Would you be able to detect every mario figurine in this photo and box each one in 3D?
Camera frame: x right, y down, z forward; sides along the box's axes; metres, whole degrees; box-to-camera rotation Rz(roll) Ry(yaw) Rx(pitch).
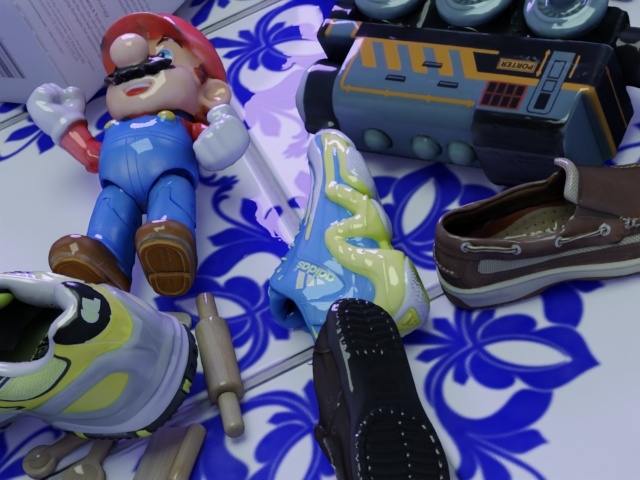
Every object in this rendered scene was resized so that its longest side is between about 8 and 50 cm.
[{"bbox_3d":[-0.173,-0.104,1.359,0.198,0.170,0.321,13,47,-11],"label":"mario figurine"}]

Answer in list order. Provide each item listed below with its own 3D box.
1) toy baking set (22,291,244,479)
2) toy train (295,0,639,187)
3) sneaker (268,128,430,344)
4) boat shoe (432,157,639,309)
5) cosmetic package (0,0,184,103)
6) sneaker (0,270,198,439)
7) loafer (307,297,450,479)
[{"bbox_3d":[-0.164,0.115,1.253,0.196,0.030,0.256,-17,43,4],"label":"toy baking set"},{"bbox_3d":[0.134,-0.150,1.340,0.334,0.142,0.190,11,60,30],"label":"toy train"},{"bbox_3d":[0.000,0.000,1.264,0.126,0.091,0.240,-24,42,0],"label":"sneaker"},{"bbox_3d":[0.215,-0.022,1.200,0.257,0.095,0.095,-21,43,0],"label":"boat shoe"},{"bbox_3d":[-0.245,-0.318,1.620,0.197,0.155,0.365,7,49,40],"label":"cosmetic package"},{"bbox_3d":[-0.290,0.082,1.222,0.384,0.147,0.145,-9,55,27],"label":"sneaker"},{"bbox_3d":[0.039,0.150,1.121,0.080,0.078,0.220,11,48,-23],"label":"loafer"}]
